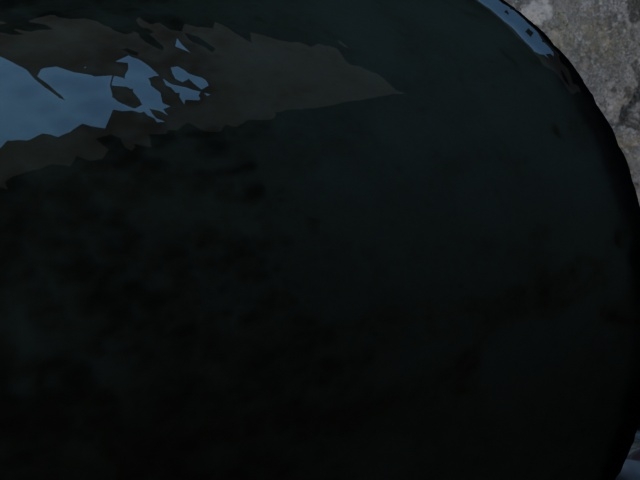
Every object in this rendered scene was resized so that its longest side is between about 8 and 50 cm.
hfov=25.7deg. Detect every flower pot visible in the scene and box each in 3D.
[{"bbox_3d":[-0.080,0.038,0.534,0.294,0.293,0.330,8,12,42],"label":"flower pot"}]

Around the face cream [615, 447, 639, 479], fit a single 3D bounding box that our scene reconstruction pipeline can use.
[{"bbox_3d":[0.165,0.139,0.624,0.095,0.091,0.091,11,1,-22],"label":"face cream"}]
